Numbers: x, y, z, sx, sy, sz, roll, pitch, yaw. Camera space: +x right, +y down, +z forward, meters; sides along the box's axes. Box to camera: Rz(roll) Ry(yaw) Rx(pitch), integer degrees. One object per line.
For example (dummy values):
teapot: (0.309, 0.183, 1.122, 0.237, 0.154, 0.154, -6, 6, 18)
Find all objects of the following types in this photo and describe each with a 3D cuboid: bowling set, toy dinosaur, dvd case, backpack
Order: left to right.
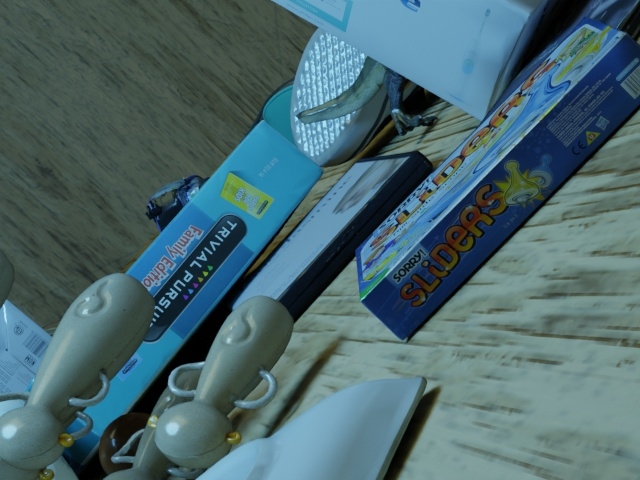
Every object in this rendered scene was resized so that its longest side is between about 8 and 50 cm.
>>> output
bowling set: (-0.145, 0.131, 1.097, 0.287, 0.200, 0.154, 8, 46, 26)
backpack: (-0.158, -0.031, 2.119, 0.084, 0.105, 0.114, -21, 14, 14)
dvd case: (0.000, 0.000, 1.364, 0.180, 0.022, 0.253, -48, 7, -5)
toy dinosaur: (0.077, -0.161, 1.430, 0.064, 0.118, 0.268, -9, -36, -43)
dvd case: (0.200, -0.167, 1.136, 0.221, 0.018, 0.164, -51, 8, -33)

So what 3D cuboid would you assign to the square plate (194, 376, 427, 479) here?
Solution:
square plate: (-0.121, 0.227, 0.749, 0.347, 0.049, 0.344, -41, 10, 37)

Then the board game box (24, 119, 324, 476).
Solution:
board game box: (-0.155, 0.076, 1.508, 0.336, 0.079, 0.254, -51, 1, -32)

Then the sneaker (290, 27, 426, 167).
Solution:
sneaker: (0.080, -0.189, 1.558, 0.127, 0.126, 0.321, -4, -37, -31)

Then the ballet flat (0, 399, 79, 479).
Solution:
ballet flat: (-0.332, 0.250, 1.416, 0.400, 0.139, 0.139, -38, 11, 38)

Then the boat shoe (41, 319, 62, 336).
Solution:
boat shoe: (-0.326, 0.155, 2.026, 0.307, 0.111, 0.104, -39, 12, 47)

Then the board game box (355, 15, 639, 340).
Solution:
board game box: (0.102, -0.040, 0.950, 0.201, 0.035, 0.136, -46, 8, 8)

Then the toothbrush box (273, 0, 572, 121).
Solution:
toothbrush box: (0.116, -0.263, 1.263, 0.295, 0.216, 0.126, -53, -12, -35)

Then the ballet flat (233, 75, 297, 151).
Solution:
ballet flat: (-0.035, -0.126, 1.978, 0.096, 0.095, 0.280, -37, -2, -46)

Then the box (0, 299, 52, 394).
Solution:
box: (-0.346, 0.173, 1.849, 0.087, 0.169, 0.290, -53, 11, -25)
